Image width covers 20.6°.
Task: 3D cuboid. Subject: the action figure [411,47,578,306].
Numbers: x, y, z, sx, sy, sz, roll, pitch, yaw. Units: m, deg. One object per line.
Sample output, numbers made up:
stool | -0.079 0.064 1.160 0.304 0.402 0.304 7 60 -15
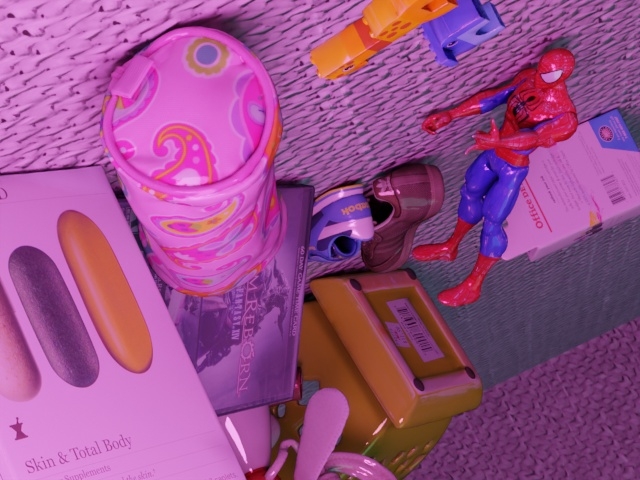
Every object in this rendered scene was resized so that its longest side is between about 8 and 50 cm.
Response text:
action figure | 0.132 -0.060 1.556 0.139 0.091 0.280 -4 138 -33

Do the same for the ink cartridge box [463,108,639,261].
ink cartridge box | 0.247 -0.050 1.836 0.181 0.104 0.061 -23 166 -7

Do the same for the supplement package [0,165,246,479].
supplement package | -0.226 0.113 1.237 0.198 0.263 0.199 -36 164 36

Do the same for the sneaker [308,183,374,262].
sneaker | 0.000 0.000 1.672 0.053 0.059 0.144 -18 166 -39

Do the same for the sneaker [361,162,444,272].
sneaker | 0.058 -0.024 1.720 0.071 0.066 0.188 -3 154 -19

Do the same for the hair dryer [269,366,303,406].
hair dryer | -0.144 0.196 1.877 0.293 0.223 0.080 -24 130 -29

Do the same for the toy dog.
toy dog | -0.066 0.166 1.736 0.220 0.333 0.161 -34 154 -45

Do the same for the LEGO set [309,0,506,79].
LEGO set | 0.037 -0.148 1.100 0.093 0.087 0.227 -31 165 22

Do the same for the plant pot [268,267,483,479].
plant pot | 0.041 0.159 2.032 0.207 0.228 0.227 -41 161 27

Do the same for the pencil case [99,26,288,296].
pencil case | -0.084 -0.045 1.218 0.124 0.124 0.284 -24 168 -7

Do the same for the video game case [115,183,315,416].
video game case | -0.100 0.054 1.463 0.026 0.196 0.274 12 -170 35

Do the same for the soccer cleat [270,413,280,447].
soccer cleat | -0.140 0.232 1.938 0.196 0.068 0.076 -21 145 9
